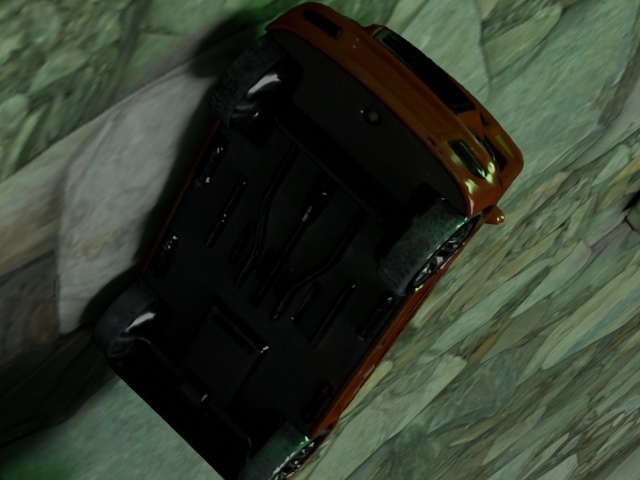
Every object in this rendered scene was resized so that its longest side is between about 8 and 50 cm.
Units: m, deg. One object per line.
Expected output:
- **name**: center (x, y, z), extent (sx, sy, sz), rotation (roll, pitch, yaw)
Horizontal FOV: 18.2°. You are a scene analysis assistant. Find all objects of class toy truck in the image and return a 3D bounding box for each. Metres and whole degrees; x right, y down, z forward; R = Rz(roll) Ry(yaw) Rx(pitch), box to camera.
- **toy truck**: center (0.000, 0.000, 0.822), extent (0.114, 0.107, 0.252), rotation (-37, 167, -39)

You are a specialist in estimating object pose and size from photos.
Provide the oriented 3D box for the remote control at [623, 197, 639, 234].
- **remote control**: center (0.336, -0.068, 1.434), extent (0.277, 0.055, 0.103), rotation (-22, 155, -44)
